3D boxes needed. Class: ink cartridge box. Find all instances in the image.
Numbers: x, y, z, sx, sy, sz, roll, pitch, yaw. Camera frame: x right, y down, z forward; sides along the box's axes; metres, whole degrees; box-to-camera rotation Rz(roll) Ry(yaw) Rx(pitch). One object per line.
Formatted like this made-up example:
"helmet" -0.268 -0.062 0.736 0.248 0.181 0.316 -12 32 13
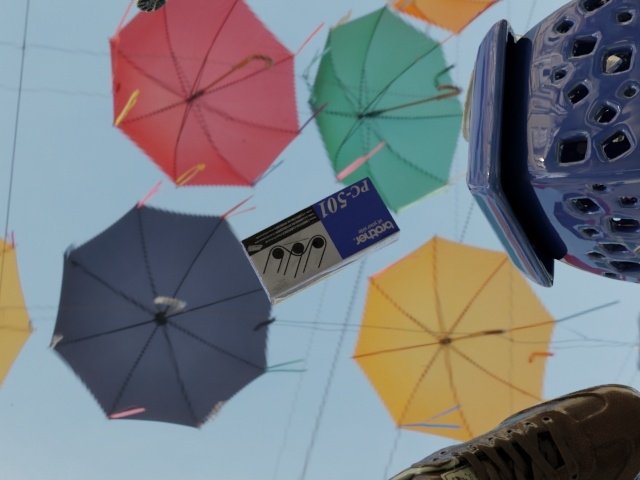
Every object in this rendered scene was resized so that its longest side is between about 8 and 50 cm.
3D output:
"ink cartridge box" 0.000 0.000 1.386 0.207 0.046 0.097 -27 -108 -7

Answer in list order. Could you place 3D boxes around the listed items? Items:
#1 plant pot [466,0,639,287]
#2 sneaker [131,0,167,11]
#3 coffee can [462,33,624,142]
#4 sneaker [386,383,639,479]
"plant pot" 0.269 -0.092 0.948 0.236 0.212 0.236 48 -138 -50
"sneaker" -0.196 -0.374 1.253 0.162 0.063 0.073 -45 -107 3
"coffee can" 0.400 -0.226 1.634 0.275 0.201 0.202 18 -107 20
"sneaker" 0.083 0.127 0.482 0.188 0.071 0.066 -30 -112 4
